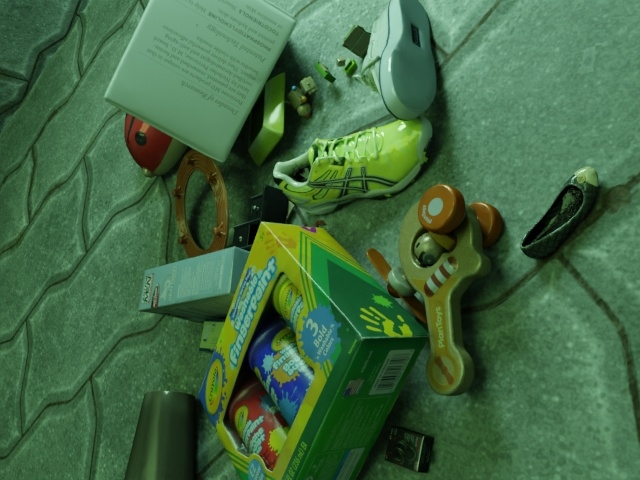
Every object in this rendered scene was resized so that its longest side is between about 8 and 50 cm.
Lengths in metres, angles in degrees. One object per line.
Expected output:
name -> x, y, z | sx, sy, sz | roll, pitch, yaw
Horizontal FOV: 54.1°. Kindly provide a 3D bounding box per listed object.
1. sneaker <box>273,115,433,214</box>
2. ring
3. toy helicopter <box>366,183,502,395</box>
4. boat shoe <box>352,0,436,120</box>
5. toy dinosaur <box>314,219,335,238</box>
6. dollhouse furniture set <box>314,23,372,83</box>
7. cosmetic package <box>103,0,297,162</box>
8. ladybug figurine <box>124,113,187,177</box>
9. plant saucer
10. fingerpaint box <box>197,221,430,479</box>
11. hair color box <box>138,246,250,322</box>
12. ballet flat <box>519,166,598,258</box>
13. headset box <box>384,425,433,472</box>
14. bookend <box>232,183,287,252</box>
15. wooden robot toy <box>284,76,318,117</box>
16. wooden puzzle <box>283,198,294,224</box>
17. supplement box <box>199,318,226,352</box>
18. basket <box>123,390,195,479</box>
sneaker -> 0.061, -0.159, 1.323 | 0.384, 0.147, 0.145 | -24, 56, 35
ring -> -0.335, -0.081, 1.698 | 0.336, 0.032, 0.337 | 15, 109, 53
toy helicopter -> 0.195, 0.092, 1.093 | 0.235, 0.140, 0.355 | -24, 59, 43
boat shoe -> 0.140, -0.364, 1.317 | 0.156, 0.136, 0.367 | -35, 40, 41
toy dinosaur -> 0.000, 0.000, 1.381 | 0.047, 0.090, 0.082 | -6, 114, 55
dollhouse furniture set -> 0.057, -0.452, 1.497 | 0.152, 0.076, 0.058 | -49, 46, 22
cosmetic package -> -0.308, -0.468, 1.626 | 0.394, 0.327, 0.329 | -61, 16, 9
ladybug figurine -> -0.511, -0.424, 2.015 | 0.305, 0.162, 0.449 | 2, 76, 46
plant saucer -> -0.147, -0.315, 1.628 | 0.188, 0.045, 0.188 | 140, 134, -59
fingerpaint box -> -0.046, 0.248, 1.194 | 0.371, 0.163, 0.445 | 47, 122, 45
hair color box -> -0.258, 0.117, 1.517 | 0.374, 0.185, 0.114 | -14, 65, 42
ballet flat -> 0.387, -0.043, 1.008 | 0.057, 0.049, 0.173 | 43, 107, 45
headset box -> 0.158, 0.366, 1.097 | 0.083, 0.032, 0.062 | 3, 77, 48
bookend -> -0.159, -0.041, 1.548 | 0.156, 0.072, 0.157 | -12, 67, 50
wooden robot toy -> -0.037, -0.351, 1.575 | 0.079, 0.076, 0.173 | 62, 156, -4
wooden puzzle -> -0.092, -0.072, 1.546 | 0.116, 0.014, 0.078 | -58, 39, 20
supplement box -> -0.249, 0.240, 1.555 | 0.083, 0.056, 0.083 | -6, 70, 45
basket -> -0.380, 0.492, 1.529 | 0.204, 0.154, 0.227 | -20, 57, 39
